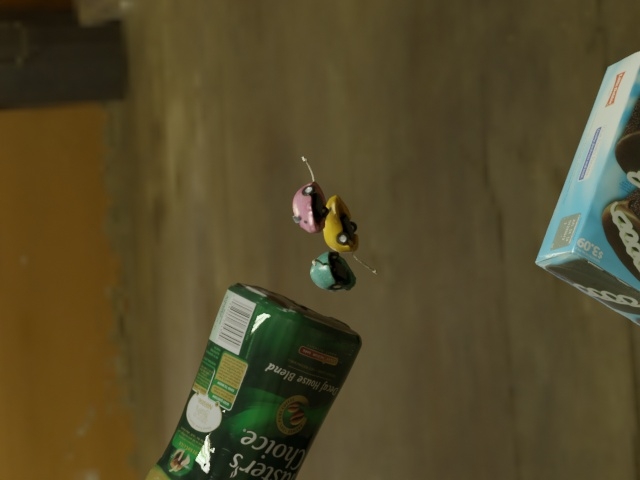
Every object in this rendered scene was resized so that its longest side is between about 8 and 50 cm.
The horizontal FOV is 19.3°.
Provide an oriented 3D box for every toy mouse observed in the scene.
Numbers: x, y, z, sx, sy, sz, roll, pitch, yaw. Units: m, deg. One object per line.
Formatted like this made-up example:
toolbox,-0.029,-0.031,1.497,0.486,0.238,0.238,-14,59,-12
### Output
toy mouse,0.000,0.000,1.924,0.161,0.031,0.143,66,-157,-19

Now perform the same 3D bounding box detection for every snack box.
snack box,0.341,0.009,1.521,0.060,0.322,0.187,-21,43,62

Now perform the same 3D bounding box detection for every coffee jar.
coffee jar,-0.050,0.127,1.249,0.079,0.096,0.184,25,92,46
